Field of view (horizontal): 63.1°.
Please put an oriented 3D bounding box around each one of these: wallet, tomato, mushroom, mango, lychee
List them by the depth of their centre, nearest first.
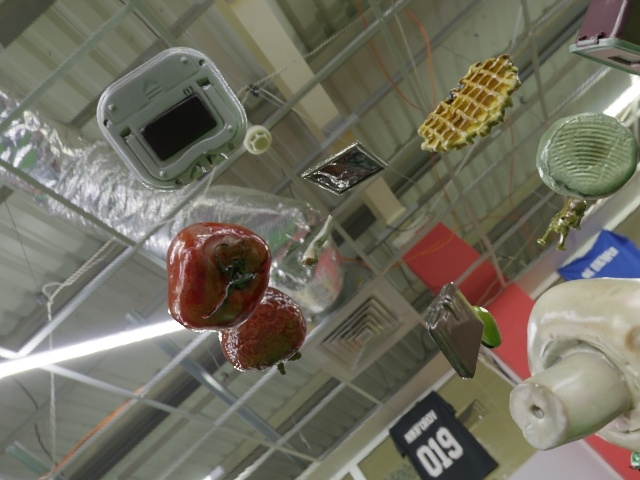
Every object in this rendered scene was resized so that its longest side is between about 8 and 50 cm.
[{"bbox_3d":[-0.167,0.061,0.848,0.187,0.151,0.187,10,-106,-38],"label":"tomato"},{"bbox_3d":[0.222,0.142,0.854,0.039,0.118,0.153,-30,8,34],"label":"wallet"},{"bbox_3d":[0.522,0.210,0.931,0.353,0.353,0.325,7,-65,-40],"label":"mushroom"},{"bbox_3d":[-0.162,0.262,1.468,0.255,0.255,0.300,-29,-83,-14],"label":"lychee"},{"bbox_3d":[0.498,0.261,1.577,0.165,0.091,0.074,44,-50,-13],"label":"mango"},{"bbox_3d":[-0.001,0.001,1.685,0.202,0.054,0.059,-62,6,-26],"label":"mushroom"}]

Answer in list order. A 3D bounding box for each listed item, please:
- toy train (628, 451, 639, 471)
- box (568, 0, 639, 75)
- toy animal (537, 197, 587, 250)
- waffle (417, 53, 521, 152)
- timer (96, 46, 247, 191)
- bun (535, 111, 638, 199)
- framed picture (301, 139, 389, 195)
[{"bbox_3d":[0.761,0.413,1.099,0.188,0.132,0.243,-55,-17,-31],"label":"toy train"},{"bbox_3d":[0.853,-0.562,1.405,0.294,0.193,0.167,11,-81,-16],"label":"box"},{"bbox_3d":[0.642,-0.063,1.331,0.181,0.073,0.136,-37,-33,-26],"label":"toy animal"},{"bbox_3d":[0.390,-0.351,1.363,0.065,0.309,0.283,34,-120,-30],"label":"waffle"},{"bbox_3d":[-0.290,-0.240,1.040,0.262,0.087,0.237,-36,-75,-5],"label":"timer"},{"bbox_3d":[0.561,-0.177,1.114,0.195,0.195,0.118,-48,-7,7],"label":"bun"},{"bbox_3d":[0.076,-0.198,1.472,0.184,0.016,0.250,-28,-18,19],"label":"framed picture"}]
